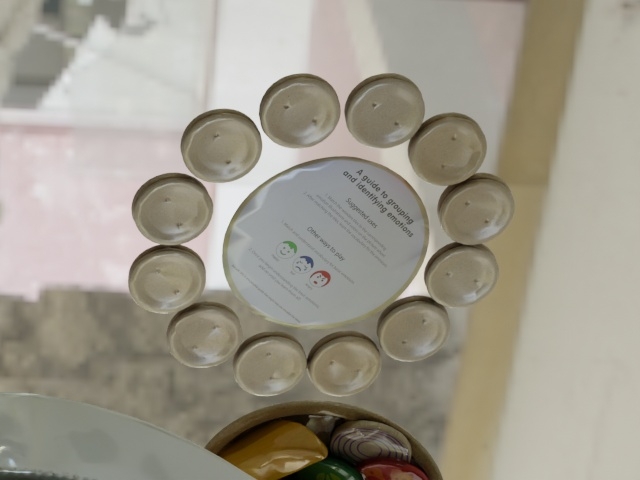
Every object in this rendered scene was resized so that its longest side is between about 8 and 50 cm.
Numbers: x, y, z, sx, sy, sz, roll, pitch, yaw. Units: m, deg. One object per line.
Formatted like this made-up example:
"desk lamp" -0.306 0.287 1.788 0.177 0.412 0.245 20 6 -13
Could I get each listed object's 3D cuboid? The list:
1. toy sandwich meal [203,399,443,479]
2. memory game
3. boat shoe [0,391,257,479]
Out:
"toy sandwich meal" -0.004 0.084 0.578 0.029 0.086 0.085 -84 -178 -56
"memory game" 0.000 0.000 0.916 0.012 0.186 0.186 -107 -159 -53
"boat shoe" 0.009 0.133 0.469 0.114 0.303 0.091 -36 -138 38
